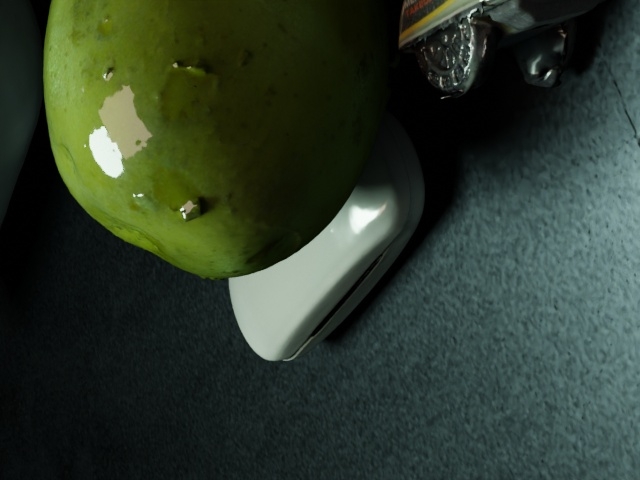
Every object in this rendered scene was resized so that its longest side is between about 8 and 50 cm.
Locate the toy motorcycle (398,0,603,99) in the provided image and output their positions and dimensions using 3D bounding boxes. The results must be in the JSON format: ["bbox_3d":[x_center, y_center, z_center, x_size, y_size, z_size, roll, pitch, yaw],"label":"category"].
[{"bbox_3d":[0.114,-0.166,0.937,0.263,0.091,0.157,-24,77,60],"label":"toy motorcycle"}]

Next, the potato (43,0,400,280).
[{"bbox_3d":[-0.061,-0.124,1.076,0.216,0.215,0.304,138,133,-55],"label":"potato"}]

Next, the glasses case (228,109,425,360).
[{"bbox_3d":[0.000,0.000,1.203,0.233,0.059,0.092,-54,52,50],"label":"glasses case"}]

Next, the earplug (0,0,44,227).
[{"bbox_3d":[-0.397,-0.104,1.562,0.313,0.312,0.394,61,143,23],"label":"earplug"}]
